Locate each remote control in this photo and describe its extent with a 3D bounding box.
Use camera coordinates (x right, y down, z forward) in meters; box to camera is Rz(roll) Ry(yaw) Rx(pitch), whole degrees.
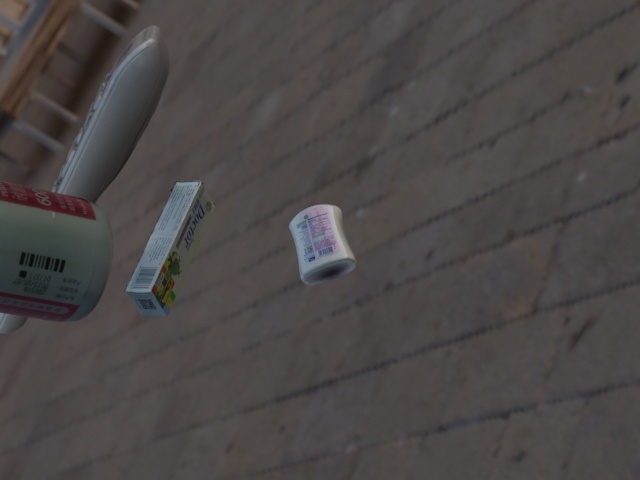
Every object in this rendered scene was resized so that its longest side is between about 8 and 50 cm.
[{"bbox_3d":[-0.220,-0.055,1.386,0.313,0.055,0.109,-62,12,12],"label":"remote control"}]

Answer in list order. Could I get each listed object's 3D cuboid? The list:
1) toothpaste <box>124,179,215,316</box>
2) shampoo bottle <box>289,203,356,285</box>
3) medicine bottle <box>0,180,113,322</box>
[{"bbox_3d":[-0.161,0.007,1.575,0.034,0.046,0.164,-1,47,25],"label":"toothpaste"},{"bbox_3d":[0.000,0.000,1.835,0.072,0.043,0.099,-22,58,10],"label":"shampoo bottle"},{"bbox_3d":[-0.254,-0.003,0.997,0.090,0.216,0.090,-26,58,51],"label":"medicine bottle"}]
